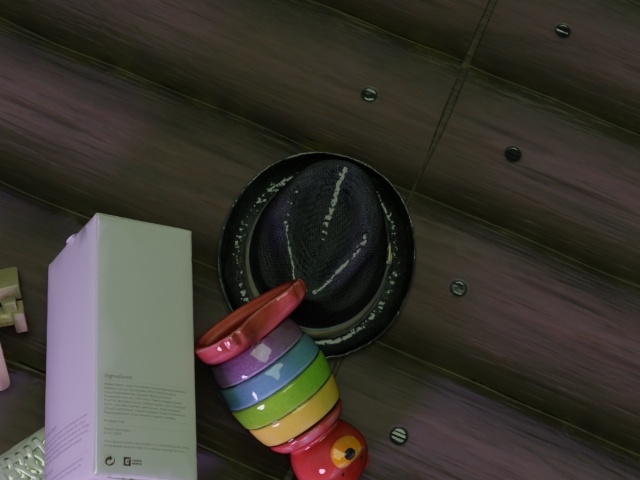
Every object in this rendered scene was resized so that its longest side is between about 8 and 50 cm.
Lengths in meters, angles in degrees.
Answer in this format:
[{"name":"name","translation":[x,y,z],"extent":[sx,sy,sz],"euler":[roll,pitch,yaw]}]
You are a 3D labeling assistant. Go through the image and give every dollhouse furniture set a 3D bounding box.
[{"name":"dollhouse furniture set","translation":[-0.496,0.143,1.872],"extent":[0.144,0.123,0.151],"euler":[-12,36,-9]}]

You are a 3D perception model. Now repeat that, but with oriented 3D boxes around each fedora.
[{"name":"fedora","translation":[0.000,0.000,1.902],"extent":[0.334,0.152,0.334],"euler":[2,69,-4]}]

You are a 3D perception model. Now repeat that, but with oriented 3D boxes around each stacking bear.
[{"name":"stacking bear","translation":[-0.038,0.226,1.794],"extent":[0.175,0.164,0.289],"euler":[-38,99,-33]}]

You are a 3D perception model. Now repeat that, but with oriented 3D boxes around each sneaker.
[{"name":"sneaker","translation":[-0.422,0.342,1.752],"extent":[0.290,0.123,0.106],"euler":[-41,76,-20]}]

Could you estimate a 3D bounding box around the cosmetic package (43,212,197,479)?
[{"name":"cosmetic package","translation":[-0.278,0.172,1.760],"extent":[0.155,0.197,0.365],"euler":[11,63,-28]}]
